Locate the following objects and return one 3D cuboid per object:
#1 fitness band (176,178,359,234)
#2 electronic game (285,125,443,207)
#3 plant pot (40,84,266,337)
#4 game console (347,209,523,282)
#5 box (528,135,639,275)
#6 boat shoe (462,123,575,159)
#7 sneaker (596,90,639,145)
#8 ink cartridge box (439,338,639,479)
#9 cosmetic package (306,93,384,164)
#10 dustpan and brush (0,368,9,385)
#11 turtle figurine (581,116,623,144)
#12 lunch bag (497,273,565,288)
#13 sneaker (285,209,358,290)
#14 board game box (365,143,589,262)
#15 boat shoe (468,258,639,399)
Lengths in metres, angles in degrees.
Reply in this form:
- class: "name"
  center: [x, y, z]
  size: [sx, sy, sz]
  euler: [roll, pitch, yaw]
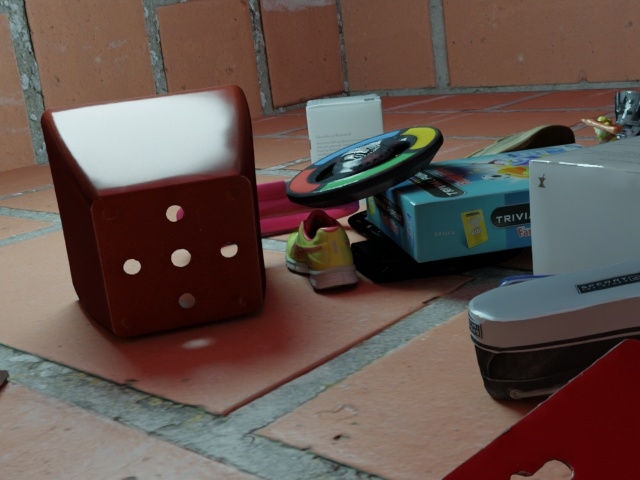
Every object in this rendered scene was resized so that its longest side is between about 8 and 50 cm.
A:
- class: "fitness band"
  center: [-0.080, -0.044, 1.359]
  size: [0.291, 0.054, 0.209]
  euler: [-8, -9, -18]
- class: "electronic game"
  center: [0.060, -0.106, 1.192]
  size: [0.229, 0.048, 0.229]
  euler: [-20, 17, 7]
- class: "plant pot"
  center: [-0.190, -0.024, 1.083]
  size: [0.268, 0.267, 0.235]
  euler: [-10, 26, -14]
- class: "game console"
  center: [0.126, -0.009, 1.268]
  size: [0.213, 0.043, 0.361]
  euler: [-10, 14, -16]
- class: "box"
  center: [0.432, -0.029, 0.951]
  size: [0.346, 0.168, 0.215]
  euler: [-14, 16, -28]
- class: "boat shoe"
  center: [0.357, -0.149, 1.596]
  size: [0.302, 0.109, 0.098]
  euler: [-23, 22, -34]
- class: "sneaker"
  center: [0.550, -0.196, 1.587]
  size: [0.269, 0.153, 0.101]
  euler: [-16, 17, -34]
- class: "ink cartridge box"
  center: [0.179, 0.126, 0.294]
  size: [0.272, 0.130, 0.310]
  euler: [40, 39, 27]
- class: "cosmetic package"
  center: [0.055, -0.196, 1.750]
  size: [0.152, 0.183, 0.151]
  euler: [-6, 14, 1]
- class: "dustpan and brush"
  center: [-0.408, 0.152, 0.831]
  size: [0.147, 0.060, 0.211]
  euler: [-6, 14, 1]
- class: "turtle figurine"
  center: [0.505, -0.087, 1.265]
  size: [0.269, 0.087, 0.217]
  euler: [41, 26, 25]
- class: "lunch bag"
  center: [0.214, 0.072, 0.856]
  size: [0.099, 0.067, 0.065]
  euler: [-2, 14, 22]
- class: "sneaker"
  center: [0.000, 0.000, 1.184]
  size: [0.082, 0.094, 0.208]
  euler: [-12, 14, -16]
- class: "board game box"
  center: [0.253, -0.061, 1.175]
  size: [0.336, 0.079, 0.254]
  euler: [-8, 15, -10]
- class: "boat shoe"
  center: [0.283, 0.080, 0.721]
  size: [0.307, 0.104, 0.113]
  euler: [-11, 17, 8]
